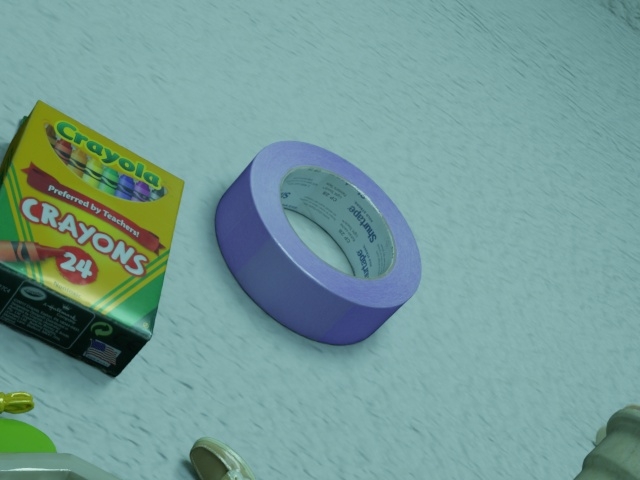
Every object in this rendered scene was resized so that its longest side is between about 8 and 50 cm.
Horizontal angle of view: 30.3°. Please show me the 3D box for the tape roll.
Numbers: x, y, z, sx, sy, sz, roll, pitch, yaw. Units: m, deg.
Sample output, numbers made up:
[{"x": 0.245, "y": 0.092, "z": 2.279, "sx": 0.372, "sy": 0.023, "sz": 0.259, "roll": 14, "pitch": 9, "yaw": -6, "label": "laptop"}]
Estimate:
[{"x": 0.000, "y": 0.000, "z": 1.557, "sx": 0.274, "sy": 0.090, "sz": 0.275, "roll": 27, "pitch": 38, "yaw": -24, "label": "tape roll"}]

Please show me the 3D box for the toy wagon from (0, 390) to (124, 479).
[{"x": -0.233, "y": 0.255, "z": 1.011, "sx": 0.267, "sy": 0.068, "sz": 0.344, "roll": 8, "pitch": 26, "yaw": -38, "label": "toy wagon"}]

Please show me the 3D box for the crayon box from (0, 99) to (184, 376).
[{"x": -0.268, "y": -0.025, "z": 1.316, "sx": 0.202, "sy": 0.081, "sz": 0.319, "roll": 28, "pitch": 36, "yaw": -21, "label": "crayon box"}]

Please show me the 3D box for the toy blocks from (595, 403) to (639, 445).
[{"x": 0.484, "y": 0.305, "z": 1.757, "sx": 0.123, "sy": 0.054, "sz": 0.148, "roll": 52, "pitch": 35, "yaw": 14, "label": "toy blocks"}]

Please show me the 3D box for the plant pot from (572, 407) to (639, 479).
[{"x": 0.289, "y": 0.394, "z": 1.187, "sx": 0.334, "sy": 0.305, "sz": 0.334, "roll": 53, "pitch": -10, "yaw": 13, "label": "plant pot"}]

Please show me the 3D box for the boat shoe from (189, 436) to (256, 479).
[{"x": -0.090, "y": 0.263, "z": 1.215, "sx": 0.135, "sy": 0.050, "sz": 0.045, "roll": 48, "pitch": 29, "yaw": 7, "label": "boat shoe"}]
